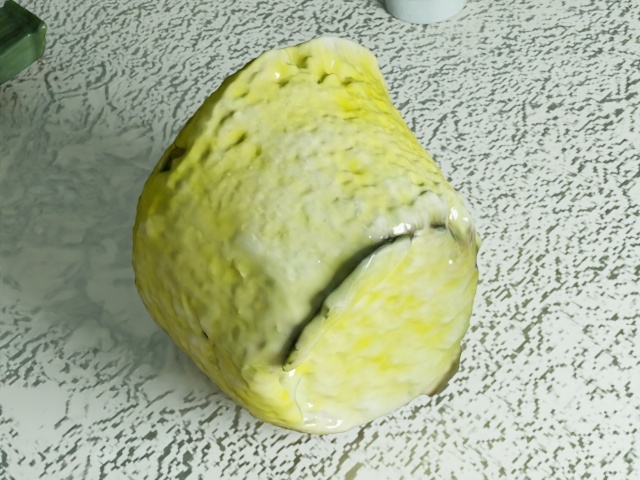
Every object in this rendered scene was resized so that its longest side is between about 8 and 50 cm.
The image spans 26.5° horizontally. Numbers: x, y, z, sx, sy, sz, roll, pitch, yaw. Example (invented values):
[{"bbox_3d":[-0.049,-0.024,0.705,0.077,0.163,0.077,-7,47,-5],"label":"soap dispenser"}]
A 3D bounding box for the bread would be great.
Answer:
[{"bbox_3d":[-0.004,0.000,0.760,0.197,0.197,0.170,-31,55,-19],"label":"bread"}]

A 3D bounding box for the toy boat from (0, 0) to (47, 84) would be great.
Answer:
[{"bbox_3d":[-0.324,-0.186,1.072,0.293,0.055,0.093,29,58,30],"label":"toy boat"}]

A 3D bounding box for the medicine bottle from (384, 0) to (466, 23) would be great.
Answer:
[{"bbox_3d":[0.074,-0.230,1.000,0.080,0.130,0.080,-4,46,4],"label":"medicine bottle"}]
